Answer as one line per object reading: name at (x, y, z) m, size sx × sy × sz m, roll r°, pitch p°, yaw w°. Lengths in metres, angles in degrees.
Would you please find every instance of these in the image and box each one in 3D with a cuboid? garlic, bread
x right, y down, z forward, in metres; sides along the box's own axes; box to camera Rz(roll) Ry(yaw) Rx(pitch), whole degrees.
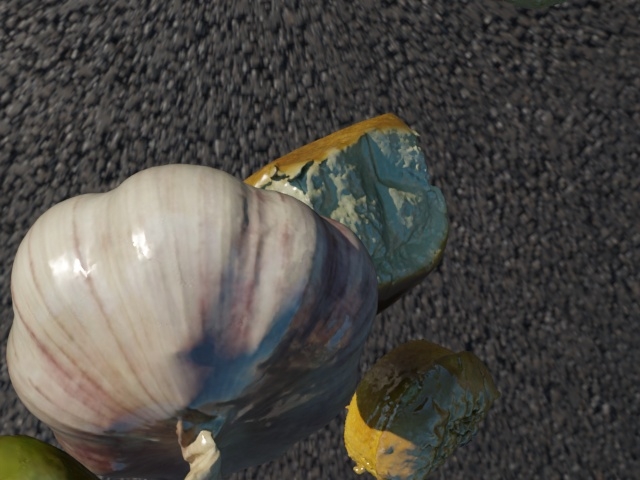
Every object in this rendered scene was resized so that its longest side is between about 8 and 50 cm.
garlic at (-0.084, 0.094, 0.759) m, size 0.245 × 0.253 × 0.245 m, roll -2°, pitch 134°, yaw -2°
bread at (0.000, 0.000, 1.473) m, size 0.279 × 0.250 × 0.225 m, roll -23°, pitch 95°, yaw 48°
bread at (0.129, 0.226, 1.683) m, size 0.229 × 0.143 × 0.139 m, roll -43°, pitch 131°, yaw -23°

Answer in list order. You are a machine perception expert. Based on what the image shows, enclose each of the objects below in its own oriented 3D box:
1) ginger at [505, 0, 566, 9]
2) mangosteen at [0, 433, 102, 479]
ginger at (0.093, -0.261, 0.854) m, size 0.263 × 0.109 × 0.116 m, roll 48°, pitch 135°, yaw 14°
mangosteen at (-0.300, 0.241, 0.578) m, size 0.421 × 0.381 × 0.381 m, roll -37°, pitch 107°, yaw 15°
